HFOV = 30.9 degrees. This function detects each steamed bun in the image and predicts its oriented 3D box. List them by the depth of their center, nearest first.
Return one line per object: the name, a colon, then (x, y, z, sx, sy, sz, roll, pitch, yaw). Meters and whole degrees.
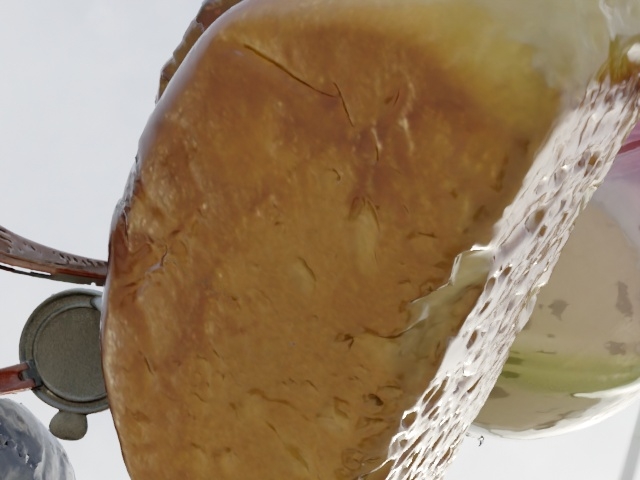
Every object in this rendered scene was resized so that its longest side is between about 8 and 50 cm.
steamed bun: (0.179, -0.014, 0.877, 0.309, 0.309, 0.309, 16, -45, 16)

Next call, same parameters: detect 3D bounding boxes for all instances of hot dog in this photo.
hot dog: (-0.001, 0.001, 0.614, 0.223, 0.185, 0.405, 37, -56, 22)

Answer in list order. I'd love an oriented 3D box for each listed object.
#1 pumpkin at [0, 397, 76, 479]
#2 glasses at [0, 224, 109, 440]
pumpkin: (-0.372, 0.201, 1.066, 0.320, 0.192, 0.320, 35, -17, 13)
glasses: (-0.182, 0.071, 0.772, 0.234, 0.268, 0.118, -25, -98, 25)
